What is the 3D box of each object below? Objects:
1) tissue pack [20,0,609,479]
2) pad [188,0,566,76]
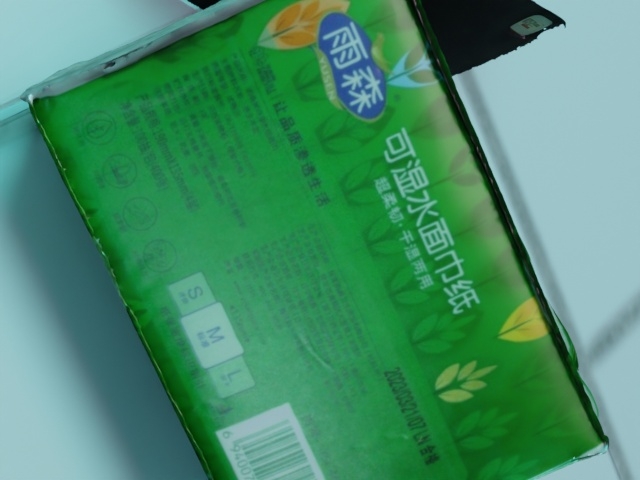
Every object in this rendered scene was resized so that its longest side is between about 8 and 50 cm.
[{"bbox_3d":[0.001,-0.002,0.634,0.156,0.148,0.209,-92,157,-77],"label":"tissue pack"},{"bbox_3d":[0.002,-0.111,0.670,0.193,0.116,0.004,25,56,-40],"label":"pad"}]
